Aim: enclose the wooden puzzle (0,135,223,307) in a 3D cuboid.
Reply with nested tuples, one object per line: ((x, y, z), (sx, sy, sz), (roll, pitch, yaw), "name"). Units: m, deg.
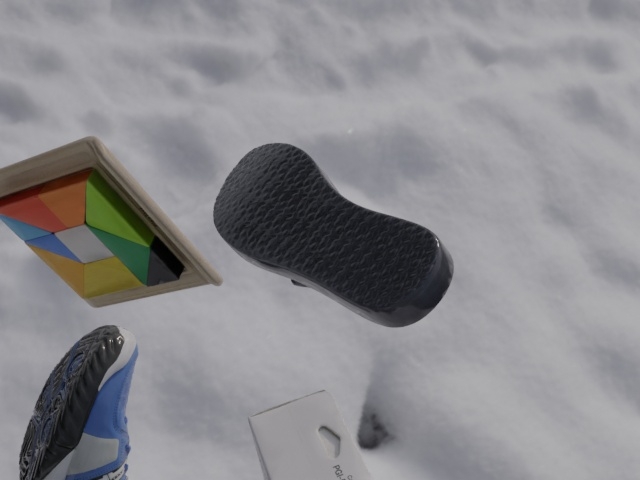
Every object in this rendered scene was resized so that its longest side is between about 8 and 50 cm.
((-0.253, -0.004, 1.022), (0.221, 0.238, 0.044), (52, 46, -33), "wooden puzzle")

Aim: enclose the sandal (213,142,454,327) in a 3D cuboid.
((0.000, 0.001, 0.707), (0.097, 0.254, 0.054), (-48, 133, -6), "sandal")

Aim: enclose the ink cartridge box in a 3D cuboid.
((0.003, 0.178, 0.580), (0.056, 0.135, 0.099), (-17, 31, -9), "ink cartridge box")

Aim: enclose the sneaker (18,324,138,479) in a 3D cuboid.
((-0.154, 0.158, 0.606), (0.081, 0.080, 0.211), (17, 91, -24), "sneaker")
